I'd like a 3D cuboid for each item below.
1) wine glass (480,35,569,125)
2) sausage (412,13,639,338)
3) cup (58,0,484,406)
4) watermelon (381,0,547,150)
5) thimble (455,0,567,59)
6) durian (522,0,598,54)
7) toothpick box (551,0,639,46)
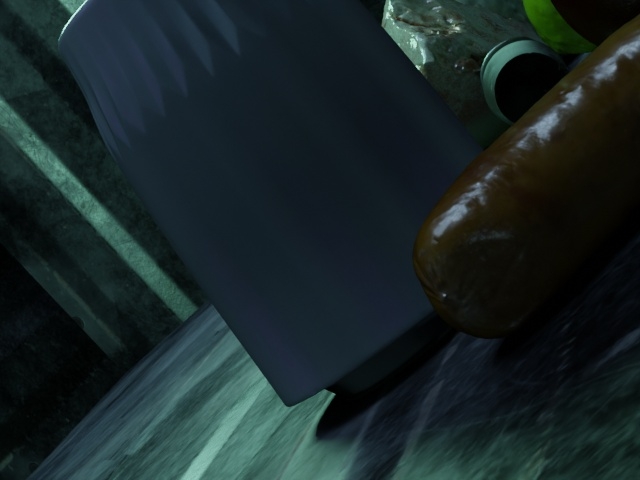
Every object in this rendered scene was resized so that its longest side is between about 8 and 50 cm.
[{"bbox_3d":[0.232,-0.176,1.656,0.103,0.103,0.222,-42,4,11],"label":"wine glass"},{"bbox_3d":[0.166,-0.049,0.929,0.270,0.109,0.109,-43,4,-11],"label":"sausage"},{"bbox_3d":[-0.020,-0.070,1.180,0.253,0.371,0.253,-36,0,0],"label":"cup"},{"bbox_3d":[0.163,-0.202,1.878,0.310,0.231,0.193,-25,39,2],"label":"watermelon"},{"bbox_3d":[0.232,-0.311,2.051,0.157,0.245,0.217,-45,29,-17],"label":"thimble"},{"bbox_3d":[0.339,-0.376,1.750,0.256,0.204,0.339,-52,-29,-74],"label":"durian"},{"bbox_3d":[0.332,-0.298,1.382,0.294,0.192,0.192,-40,1,-44],"label":"toothpick box"}]
